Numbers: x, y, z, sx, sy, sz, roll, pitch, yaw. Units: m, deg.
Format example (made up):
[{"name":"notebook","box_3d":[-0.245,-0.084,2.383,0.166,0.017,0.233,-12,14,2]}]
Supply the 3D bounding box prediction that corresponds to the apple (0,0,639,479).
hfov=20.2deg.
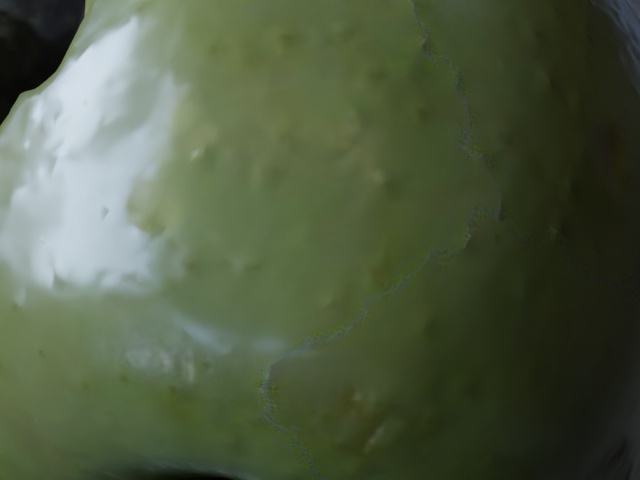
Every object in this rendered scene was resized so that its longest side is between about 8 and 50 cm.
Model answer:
[{"name":"apple","box_3d":[0.000,0.000,0.607,0.279,0.279,0.279,-24,60,52]}]
